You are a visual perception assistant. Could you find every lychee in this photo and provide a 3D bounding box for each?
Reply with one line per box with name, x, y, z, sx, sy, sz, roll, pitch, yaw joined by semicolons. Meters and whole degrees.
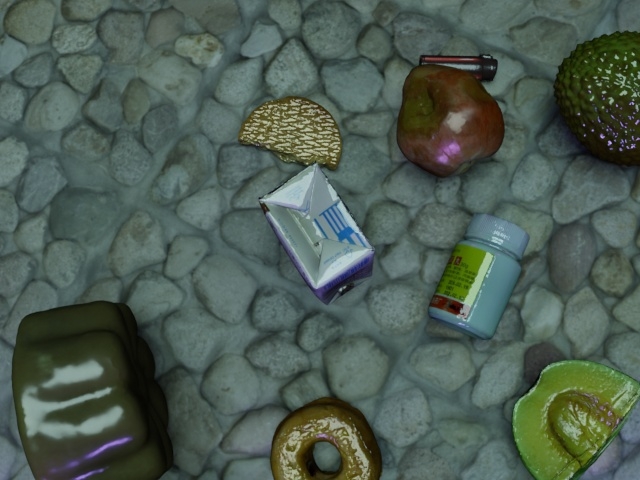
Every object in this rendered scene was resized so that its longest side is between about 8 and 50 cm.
lychee;0.606;-0.271;1.489;0.319;0.270;0.270;2;80;-9

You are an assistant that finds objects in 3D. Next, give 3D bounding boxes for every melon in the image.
melon;0.474;0.342;1.473;0.265;0.129;0.169;-48;59;-2

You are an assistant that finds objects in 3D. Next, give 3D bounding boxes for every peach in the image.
peach;0.247;-0.246;1.541;0.214;0.214;0.236;-27;73;-2

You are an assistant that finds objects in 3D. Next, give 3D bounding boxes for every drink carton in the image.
drink carton;0.000;0.000;1.445;0.132;0.324;0.194;-32;80;-2

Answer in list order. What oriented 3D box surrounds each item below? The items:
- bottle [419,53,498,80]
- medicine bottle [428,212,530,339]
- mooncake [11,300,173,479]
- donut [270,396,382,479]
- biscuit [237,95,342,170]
bottle;0.293;-0.367;1.627;0.164;0.060;0.060;2;80;3
medicine bottle;0.314;0.073;1.509;0.139;0.139;0.226;25;83;7
mooncake;-0.403;0.288;1.405;0.200;0.378;0.379;-13;80;-4
donut;0.010;0.421;1.481;0.226;0.114;0.227;-1;82;4
biscuit;-0.056;-0.237;1.636;0.224;0.033;0.145;14;79;5
